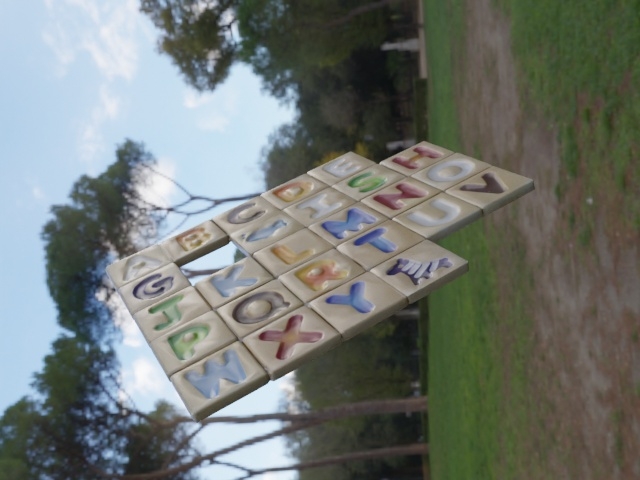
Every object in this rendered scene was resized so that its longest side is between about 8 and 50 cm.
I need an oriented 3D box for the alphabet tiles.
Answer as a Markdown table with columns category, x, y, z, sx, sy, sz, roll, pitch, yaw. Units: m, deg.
| category | x | y | z | sx | sy | sz | roll | pitch | yaw |
| --- | --- | --- | --- | --- | --- | --- | --- | --- | --- |
| alphabet tiles | 0.000 | 0.000 | 0.463 | 0.198 | 0.237 | 0.009 | 34 | 147 | 58 |
